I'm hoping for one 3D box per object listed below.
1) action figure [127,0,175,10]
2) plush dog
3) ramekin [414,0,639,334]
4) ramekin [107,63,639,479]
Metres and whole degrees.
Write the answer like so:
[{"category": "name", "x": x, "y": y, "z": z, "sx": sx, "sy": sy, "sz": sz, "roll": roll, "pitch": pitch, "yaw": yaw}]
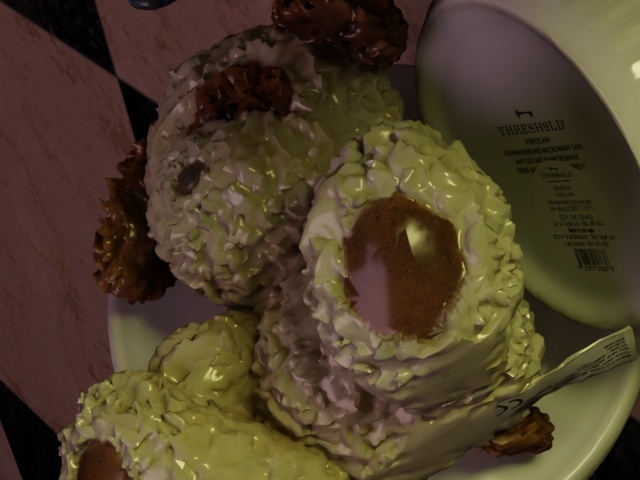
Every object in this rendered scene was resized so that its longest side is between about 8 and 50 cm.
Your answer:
[{"category": "action figure", "x": -0.149, "y": -0.298, "z": 0.951, "sx": 0.178, "sy": 0.330, "sz": 0.341, "roll": 24, "pitch": 108, "yaw": 46}, {"category": "plush dog", "x": 0.000, "y": 0.000, "z": 0.886, "sx": 0.262, "sy": 0.211, "sz": 0.225, "roll": -42, "pitch": 61, "yaw": 34}, {"category": "ramekin", "x": 0.134, "y": -0.056, "z": 0.865, "sx": 0.207, "sy": 0.109, "sz": 0.207, "roll": 45, "pitch": 153, "yaw": 31}, {"category": "ramekin", "x": 0.033, "y": 0.052, "z": 1.026, "sx": 0.273, "sy": 0.273, "sz": 0.127, "roll": 51, "pitch": 168, "yaw": 21}]
